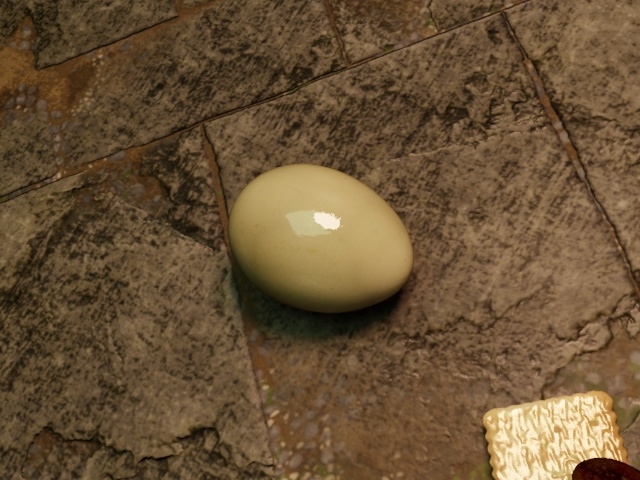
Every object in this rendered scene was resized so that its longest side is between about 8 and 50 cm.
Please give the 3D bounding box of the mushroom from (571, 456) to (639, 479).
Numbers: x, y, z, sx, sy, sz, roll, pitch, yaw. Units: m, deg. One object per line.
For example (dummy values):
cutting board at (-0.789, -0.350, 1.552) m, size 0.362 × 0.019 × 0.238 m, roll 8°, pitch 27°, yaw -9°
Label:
mushroom at (0.308, 0.352, 0.950) m, size 0.218 × 0.148 × 0.227 m, roll -62°, pitch 16°, yaw 3°

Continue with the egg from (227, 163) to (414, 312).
egg at (0.000, 0.000, 1.248) m, size 0.253 × 0.189 × 0.189 m, roll 17°, pitch 68°, yaw 19°

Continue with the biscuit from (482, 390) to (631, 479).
biscuit at (0.280, 0.300, 1.086) m, size 0.160 × 0.030 × 0.250 m, roll -13°, pitch 59°, yaw 9°
